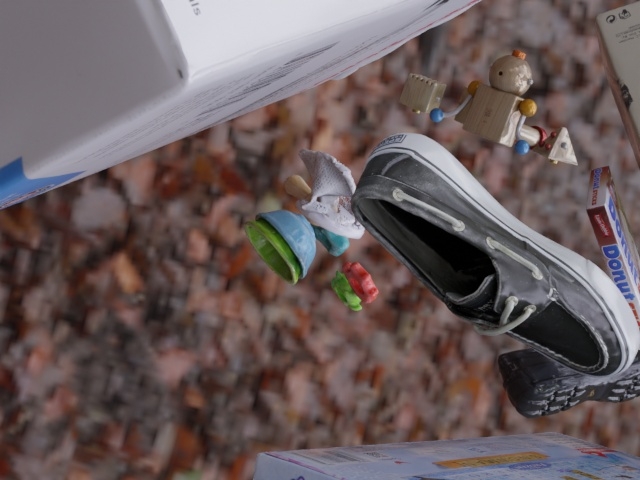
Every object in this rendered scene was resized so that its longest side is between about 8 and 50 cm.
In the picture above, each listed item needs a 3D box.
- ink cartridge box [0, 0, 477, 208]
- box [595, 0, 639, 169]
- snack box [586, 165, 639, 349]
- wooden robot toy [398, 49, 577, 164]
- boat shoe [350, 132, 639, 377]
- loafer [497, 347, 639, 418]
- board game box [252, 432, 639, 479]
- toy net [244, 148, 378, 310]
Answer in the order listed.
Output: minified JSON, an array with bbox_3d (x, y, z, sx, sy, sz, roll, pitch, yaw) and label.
[{"bbox_3d":[-0.065,-0.161,1.039,0.395,0.285,0.166,-26,92,-47],"label":"ink cartridge box"},{"bbox_3d":[0.352,-0.102,1.724,0.113,0.094,0.275,63,12,-55],"label":"box"},{"bbox_3d":[0.290,0.018,1.695,0.064,0.022,0.178,-73,145,-50],"label":"snack box"},{"bbox_3d":[0.153,-0.122,1.479,0.076,0.173,0.079,5,106,-50],"label":"wooden robot toy"},{"bbox_3d":[0.108,0.026,1.121,0.219,0.078,0.070,38,43,-9],"label":"boat shoe"},{"bbox_3d":[0.291,0.133,1.900,0.223,0.078,0.076,-7,144,-29],"label":"loafer"},{"bbox_3d":[0.176,0.188,1.062,0.318,0.318,0.066,4,97,-48],"label":"board game box"},{"bbox_3d":[0.000,0.000,1.428,0.045,0.122,0.232,-37,173,-15],"label":"toy net"}]
